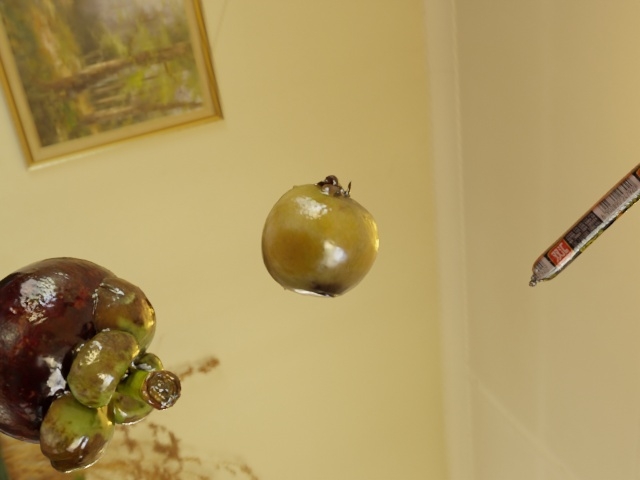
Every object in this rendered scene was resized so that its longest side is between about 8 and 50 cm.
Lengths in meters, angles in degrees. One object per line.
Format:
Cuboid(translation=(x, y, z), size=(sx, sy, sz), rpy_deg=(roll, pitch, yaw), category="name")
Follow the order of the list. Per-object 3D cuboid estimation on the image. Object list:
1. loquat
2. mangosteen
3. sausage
Cuboid(translation=(0.000, 0.000, 1.017), size=(0.137, 0.163, 0.163), rpy_deg=(-131, -151, -53), category="loquat")
Cuboid(translation=(-0.186, 0.096, 0.656), size=(0.146, 0.181, 0.156), rpy_deg=(-10, 112, -85), category="mangosteen")
Cuboid(translation=(0.257, -0.028, 0.727), size=(0.025, 0.198, 0.028), rpy_deg=(25, 24, -47), category="sausage")
